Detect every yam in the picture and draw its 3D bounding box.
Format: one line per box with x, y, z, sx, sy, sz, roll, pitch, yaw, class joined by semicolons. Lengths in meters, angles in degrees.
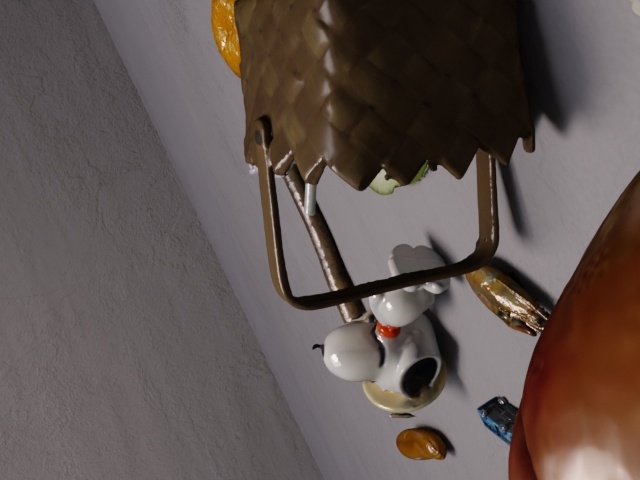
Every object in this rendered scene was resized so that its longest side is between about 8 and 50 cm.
0.000;0.000;1.483;0.327;0.045;0.045;66;-165;0;yam

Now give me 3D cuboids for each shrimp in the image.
0.222;0.083;0.913;0.162;0.045;0.095;42;152;49;shrimp

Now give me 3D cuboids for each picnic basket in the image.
0.056;-0.104;0.784;0.291;0.254;0.321;-154;53;-64;picnic basket

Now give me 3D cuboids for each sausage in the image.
0.183;0.369;1.421;0.062;0.054;0.183;33;160;-3;sausage

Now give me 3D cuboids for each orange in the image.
-0.068;-0.299;1.075;0.177;0.155;0.178;46;154;29;orange

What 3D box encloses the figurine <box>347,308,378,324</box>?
0.092;0.167;1.329;0.196;0.108;0.114;111;149;-58;figurine

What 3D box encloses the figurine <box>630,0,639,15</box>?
0.179;-0.225;0.441;0.237;0.141;0.162;63;168;6;figurine

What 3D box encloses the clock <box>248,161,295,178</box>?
-0.061;-0.156;1.315;0.080;0.117;0.176;63;163;5;clock

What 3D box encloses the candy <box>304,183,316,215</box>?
-0.003;-0.195;0.973;0.124;0.124;0.365;44;139;50;candy

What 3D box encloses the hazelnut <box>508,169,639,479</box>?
0.254;0.108;0.424;0.372;0.315;0.372;-178;90;-87;hazelnut

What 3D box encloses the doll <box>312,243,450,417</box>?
0.127;0.138;1.139;0.271;0.208;0.144;-52;30;34;doll

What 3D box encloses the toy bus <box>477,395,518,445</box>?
0.252;0.248;1.062;0.083;0.038;0.046;31;147;64;toy bus

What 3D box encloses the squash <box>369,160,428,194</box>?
0.075;-0.170;1.034;0.219;0.041;0.219;55;156;39;squash
